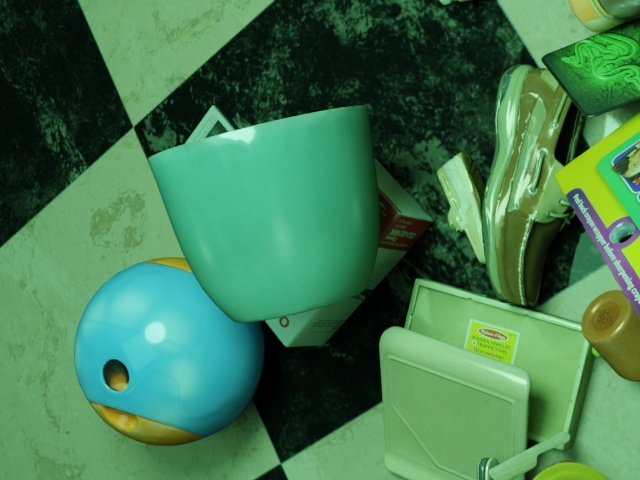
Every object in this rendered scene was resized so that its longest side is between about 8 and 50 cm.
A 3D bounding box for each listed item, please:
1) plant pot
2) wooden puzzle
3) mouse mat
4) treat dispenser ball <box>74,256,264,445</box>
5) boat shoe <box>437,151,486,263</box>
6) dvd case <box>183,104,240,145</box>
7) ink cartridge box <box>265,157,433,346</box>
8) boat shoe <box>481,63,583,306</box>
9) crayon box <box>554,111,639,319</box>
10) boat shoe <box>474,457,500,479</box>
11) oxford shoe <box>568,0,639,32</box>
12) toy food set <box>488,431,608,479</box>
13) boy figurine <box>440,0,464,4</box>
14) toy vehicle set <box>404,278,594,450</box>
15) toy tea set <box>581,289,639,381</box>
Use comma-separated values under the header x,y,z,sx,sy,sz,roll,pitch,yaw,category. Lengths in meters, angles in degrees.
x,y,z,sx,sy,sz,roll,pitch,yaw,category
-0.055,-0.026,1.251,0.293,0.293,0.235,-11,94,32,plant pot
0.183,0.246,1.306,0.221,0.044,0.239,17,122,32,wooden puzzle
0.371,-0.219,1.189,0.152,0.007,0.190,-21,32,6,mouse mat
-0.230,0.168,1.469,0.288,0.288,0.288,-3,84,33,treat dispenser ball
0.207,-0.038,1.344,0.059,0.063,0.170,-28,62,31,boat shoe
-0.158,-0.083,1.600,0.179,0.029,0.239,-51,62,19,dvd case
0.000,0.000,1.439,0.273,0.114,0.197,-51,63,19,ink cartridge box
0.290,-0.074,1.258,0.120,0.122,0.324,4,89,30,boat shoe
0.452,-0.047,1.018,0.313,0.106,0.363,-37,29,17,crayon box
0.217,0.342,1.266,0.043,0.049,0.137,12,124,37,boat shoe
0.368,-0.460,1.220,0.133,0.130,0.364,-16,86,50,oxford shoe
0.319,0.354,1.226,0.128,0.071,0.218,-33,80,-8,toy food set
0.217,-0.418,1.352,0.285,0.092,0.177,20,94,36,boy figurine
0.234,0.165,1.318,0.267,0.035,0.166,16,95,33,toy vehicle set
0.449,0.105,1.097,0.200,0.124,0.336,-54,25,2,toy tea set
